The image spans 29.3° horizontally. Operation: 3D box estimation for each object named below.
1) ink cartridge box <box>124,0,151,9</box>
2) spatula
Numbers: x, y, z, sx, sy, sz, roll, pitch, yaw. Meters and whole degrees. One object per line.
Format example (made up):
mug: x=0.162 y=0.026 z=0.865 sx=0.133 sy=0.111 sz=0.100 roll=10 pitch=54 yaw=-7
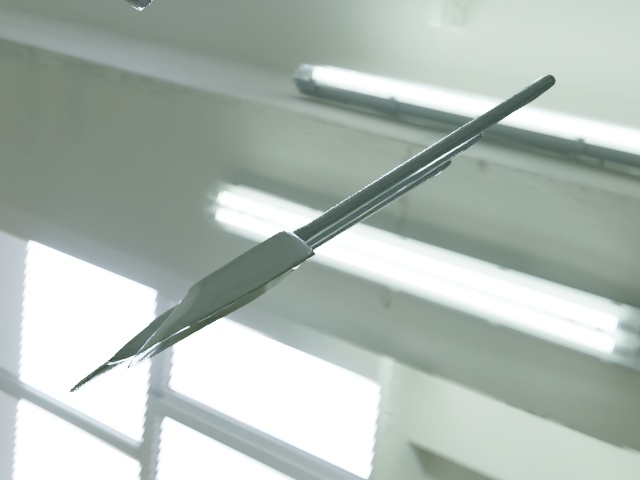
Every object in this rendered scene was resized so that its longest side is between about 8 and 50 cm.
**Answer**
ink cartridge box: x=-0.153 y=-0.247 z=0.583 sx=0.237 sy=0.100 sz=0.172 roll=27 pitch=-84 yaw=-35
spatula: x=0.000 y=0.000 z=0.573 sx=0.242 sy=0.168 sz=0.019 roll=-31 pitch=-94 yaw=-24
